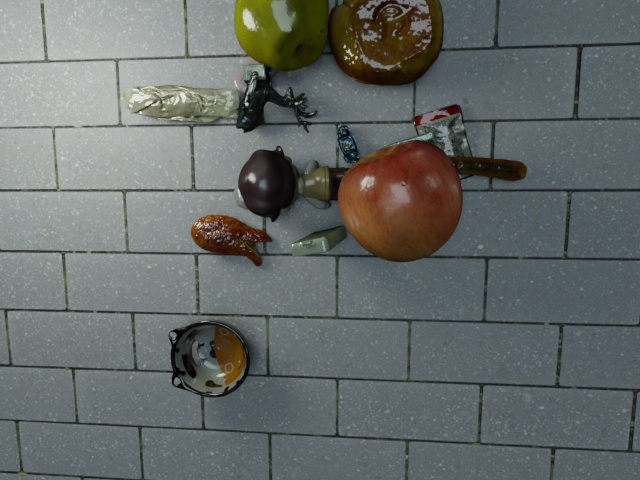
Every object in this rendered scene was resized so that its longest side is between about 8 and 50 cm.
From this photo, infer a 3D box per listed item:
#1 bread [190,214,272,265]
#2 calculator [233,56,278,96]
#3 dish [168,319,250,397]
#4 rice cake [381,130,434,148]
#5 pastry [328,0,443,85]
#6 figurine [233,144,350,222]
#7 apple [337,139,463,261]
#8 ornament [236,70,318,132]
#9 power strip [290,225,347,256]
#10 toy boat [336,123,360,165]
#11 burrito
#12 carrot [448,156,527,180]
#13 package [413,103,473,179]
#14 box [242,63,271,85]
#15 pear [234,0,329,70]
[{"bbox_3d":[-0.305,-0.006,1.481,0.269,0.095,0.139,20,106,-2],"label":"bread"},{"bbox_3d":[-0.207,-0.548,1.430,0.100,0.032,0.175,38,98,-1],"label":"calculator"},{"bbox_3d":[-0.372,0.394,1.524,0.303,0.120,0.302,1,98,5],"label":"dish"},{"bbox_3d":[0.279,-0.312,1.403,0.171,0.033,0.029,-16,102,18],"label":"rice cake"},{"bbox_3d":[0.196,-0.630,1.319,0.356,0.164,0.355,1,95,8],"label":"pastry"},{"bbox_3d":[-0.090,-0.191,1.419,0.365,0.206,0.218,-6,121,-18],"label":"figurine"},{"bbox_3d":[0.235,-0.108,1.280,0.364,0.364,0.363,1,97,5],"label":"apple"},{"bbox_3d":[-0.135,-0.402,1.399,0.236,0.080,0.202,15,127,-18],"label":"ornament"},{"bbox_3d":[0.000,0.000,1.371,0.118,0.270,0.046,-12,97,19],"label":"power strip"},{"bbox_3d":[0.088,-0.312,1.419,0.060,0.061,0.137,-17,95,7],"label":"toy boat"},{"bbox_3d":[-0.456,-0.450,1.441,0.392,0.076,0.117,3,109,3],"label":"burrito"},{"bbox_3d":[0.488,-0.231,1.379,0.314,0.066,0.066,5,98,-1],"label":"carrot"},{"bbox_3d":[0.404,-0.303,1.405,0.154,0.030,0.239,-17,99,6],"label":"package"},{"bbox_3d":[-0.202,-0.526,1.383,0.085,0.063,0.060,-1,97,3],"label":"box"},{"bbox_3d":[-0.115,-0.658,1.289,0.294,0.294,0.294,1,97,5],"label":"pear"}]
